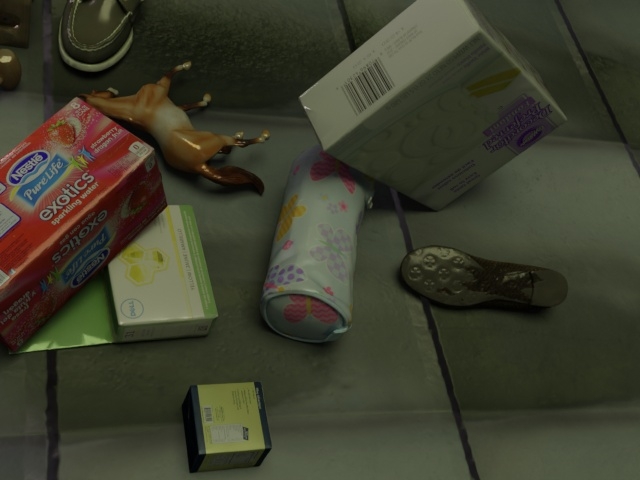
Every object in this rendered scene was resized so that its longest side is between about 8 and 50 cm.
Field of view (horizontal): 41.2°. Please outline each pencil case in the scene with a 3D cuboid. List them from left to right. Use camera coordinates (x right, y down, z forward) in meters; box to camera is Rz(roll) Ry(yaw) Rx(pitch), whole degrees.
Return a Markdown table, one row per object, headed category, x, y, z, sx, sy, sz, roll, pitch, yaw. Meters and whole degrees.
| category | x | y | z | sx | sy | sz | roll | pitch | yaw |
| --- | --- | --- | --- | --- | --- | --- | --- | --- | --- |
| pencil case | 0.000 | 0.000 | 1.121 | 0.124 | 0.113 | 0.273 | 36 | 46 | -26 |

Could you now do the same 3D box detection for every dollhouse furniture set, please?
| category | x | y | z | sx | sy | sz | roll | pitch | yaw |
| --- | --- | --- | --- | --- | --- | --- | --- | --- | --- |
| dollhouse furniture set | -0.490 | -0.384 | 1.210 | 0.161 | 0.101 | 0.182 | 4 | 54 | -19 |

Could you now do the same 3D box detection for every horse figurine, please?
| category | x | y | z | sx | sy | sz | roll | pitch | yaw |
| --- | --- | --- | --- | --- | --- | --- | --- | --- | --- |
| horse figurine | -0.188 | -0.157 | 1.191 | 0.263 | 0.066 | 0.174 | 44 | 46 | 16 |

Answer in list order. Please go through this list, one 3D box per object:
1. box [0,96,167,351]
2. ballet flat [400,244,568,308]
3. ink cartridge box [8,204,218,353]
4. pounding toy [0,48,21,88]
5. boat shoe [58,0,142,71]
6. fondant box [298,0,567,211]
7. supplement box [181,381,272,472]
| category | x | y | z | sx | sy | sz | roll | pitch | yaw |
| --- | --- | --- | --- | --- | --- | --- | --- | --- | --- |
| box | -0.309 | -0.021 | 0.960 | 0.128 | 0.122 | 0.257 | 34 | 64 | 16 |
| ballet flat | 0.230 | 0.056 | 1.215 | 0.250 | 0.058 | 0.084 | 6 | 89 | -11 |
| ink cartridge box | -0.257 | 0.041 | 1.026 | 0.235 | 0.056 | 0.171 | -2 | 57 | -25 |
| pounding toy | -0.504 | -0.225 | 1.054 | 0.270 | 0.154 | 0.155 | -16 | 63 | -30 |
| boat shoe | -0.316 | -0.378 | 1.282 | 0.109 | 0.091 | 0.305 | 18 | 51 | -9 |
| fondant box | 0.162 | -0.176 | 1.142 | 0.330 | 0.238 | 0.096 | 19 | 40 | -55 |
| supplement box | -0.107 | 0.210 | 0.960 | 0.083 | 0.056 | 0.083 | 1 | 56 | -21 |
